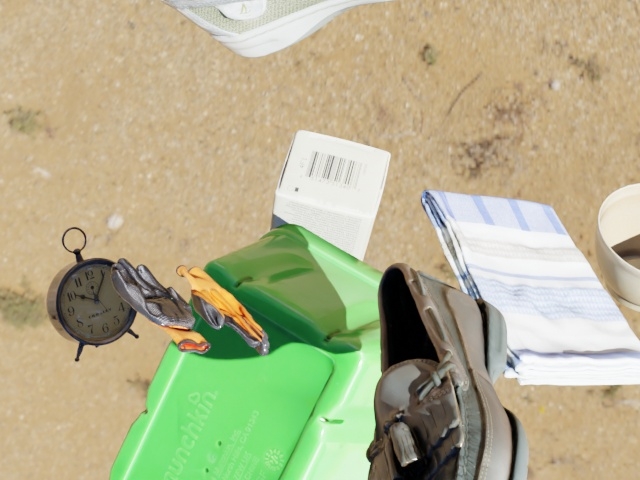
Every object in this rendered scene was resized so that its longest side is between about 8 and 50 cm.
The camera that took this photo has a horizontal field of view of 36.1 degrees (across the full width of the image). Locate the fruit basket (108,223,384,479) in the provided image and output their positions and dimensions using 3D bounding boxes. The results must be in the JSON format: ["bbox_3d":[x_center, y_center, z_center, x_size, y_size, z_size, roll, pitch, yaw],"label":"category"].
[{"bbox_3d":[0.001,0.199,0.953,0.283,0.392,0.392,29,137,25],"label":"fruit basket"}]

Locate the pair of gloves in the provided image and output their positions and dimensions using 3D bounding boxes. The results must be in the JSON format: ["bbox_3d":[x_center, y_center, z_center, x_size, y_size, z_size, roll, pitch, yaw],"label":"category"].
[{"bbox_3d":[-0.067,0.035,0.509,0.083,0.074,0.010,9,117,-54],"label":"pair of gloves"}]

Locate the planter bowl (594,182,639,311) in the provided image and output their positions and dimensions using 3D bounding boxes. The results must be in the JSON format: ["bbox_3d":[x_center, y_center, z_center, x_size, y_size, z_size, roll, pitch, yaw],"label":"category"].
[{"bbox_3d":[0.417,0.021,1.238,0.162,0.162,0.109,8,139,4],"label":"planter bowl"}]

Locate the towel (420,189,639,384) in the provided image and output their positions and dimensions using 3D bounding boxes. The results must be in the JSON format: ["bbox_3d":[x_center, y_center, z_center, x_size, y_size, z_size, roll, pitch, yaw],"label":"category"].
[{"bbox_3d":[0.243,0.047,1.109,0.209,0.285,0.034,5,132,-26],"label":"towel"}]

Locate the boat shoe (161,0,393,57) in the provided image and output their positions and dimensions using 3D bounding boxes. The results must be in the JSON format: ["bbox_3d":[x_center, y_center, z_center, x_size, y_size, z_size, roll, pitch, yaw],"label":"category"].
[{"bbox_3d":[0.008,-0.219,0.647,0.103,0.118,0.320,17,156,-41],"label":"boat shoe"}]

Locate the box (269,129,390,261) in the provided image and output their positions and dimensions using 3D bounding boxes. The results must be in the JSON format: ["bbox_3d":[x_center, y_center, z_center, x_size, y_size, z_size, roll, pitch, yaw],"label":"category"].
[{"bbox_3d":[0.000,0.000,1.135,0.113,0.094,0.275,15,148,1],"label":"box"}]

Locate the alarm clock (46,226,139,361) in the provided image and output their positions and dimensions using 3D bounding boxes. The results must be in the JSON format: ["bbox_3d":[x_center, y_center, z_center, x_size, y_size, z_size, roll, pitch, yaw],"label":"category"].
[{"bbox_3d":[-0.346,0.073,1.465,0.064,0.129,0.192,0,105,53],"label":"alarm clock"}]

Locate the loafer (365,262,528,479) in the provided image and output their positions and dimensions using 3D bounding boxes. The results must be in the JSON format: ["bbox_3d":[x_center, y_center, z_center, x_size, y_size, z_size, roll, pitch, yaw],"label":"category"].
[{"bbox_3d":[0.056,0.095,0.567,0.084,0.267,0.096,38,111,-7],"label":"loafer"}]
